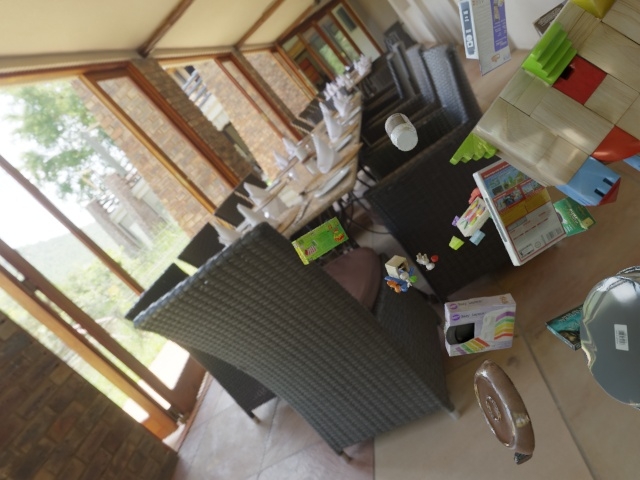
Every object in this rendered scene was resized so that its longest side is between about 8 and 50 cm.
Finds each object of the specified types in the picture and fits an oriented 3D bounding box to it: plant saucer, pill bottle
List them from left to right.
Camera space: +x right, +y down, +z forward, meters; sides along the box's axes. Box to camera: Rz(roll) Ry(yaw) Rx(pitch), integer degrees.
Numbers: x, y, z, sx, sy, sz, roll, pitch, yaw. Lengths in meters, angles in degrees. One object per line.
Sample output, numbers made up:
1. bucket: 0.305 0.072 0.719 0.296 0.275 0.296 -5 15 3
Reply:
1. pill bottle: 0.250 -0.332 1.339 0.078 0.078 0.137 -37 30 19
2. plant saucer: 0.322 0.300 0.784 0.029 0.168 0.168 -16 14 -4

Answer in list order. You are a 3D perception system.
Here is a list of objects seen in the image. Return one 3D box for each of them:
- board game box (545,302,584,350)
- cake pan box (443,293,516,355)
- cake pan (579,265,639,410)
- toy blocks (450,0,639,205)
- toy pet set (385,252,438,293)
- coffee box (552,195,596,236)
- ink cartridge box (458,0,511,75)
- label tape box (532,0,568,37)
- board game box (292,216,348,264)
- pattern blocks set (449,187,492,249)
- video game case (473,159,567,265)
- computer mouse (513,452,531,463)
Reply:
1. board game box: 0.802 0.248 1.314 0.186 0.026 0.126 -27 24 -1
2. cake pan box: 0.617 0.334 1.710 0.267 0.245 0.070 -8 31 3
3. cake pan: 0.624 0.196 0.872 0.054 0.293 0.293 2 18 -3
4. toy blocks: 0.409 -0.200 0.607 0.381 0.261 0.191 -55 -6 10
5. toy pet set: 0.198 0.085 0.991 0.122 0.065 0.114 -37 29 -24
6. coffee box: 0.751 -0.069 1.341 0.040 0.113 0.184 -30 -11 -5
7. ink cartridge box: 0.479 -0.600 1.256 0.045 0.208 0.206 7 33 46
8. label tape box: 0.691 -0.531 1.064 0.241 0.106 0.333 -29 28 30
9. board game box: 0.000 0.000 1.551 0.181 0.092 0.043 -31 3 -22
10. pattern blocks set: 0.564 -0.091 1.594 0.285 0.026 0.325 -57 5 3
11. video game case: 0.568 -0.099 1.233 0.204 0.285 0.025 -27 3 -20
12. computer mouse: 0.702 0.732 1.517 0.071 0.242 0.041 -29 49 0
